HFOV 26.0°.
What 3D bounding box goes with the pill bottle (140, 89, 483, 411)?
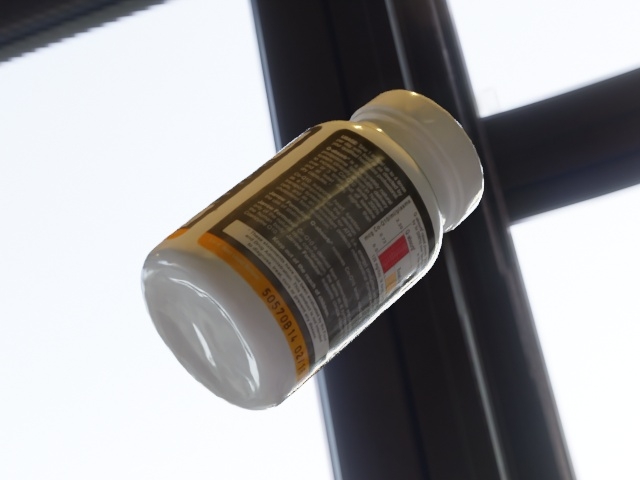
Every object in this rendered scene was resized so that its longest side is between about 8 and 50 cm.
[{"bbox_3d":[0.000,0.000,1.143,0.278,0.162,0.162,-39,-18,-30],"label":"pill bottle"}]
